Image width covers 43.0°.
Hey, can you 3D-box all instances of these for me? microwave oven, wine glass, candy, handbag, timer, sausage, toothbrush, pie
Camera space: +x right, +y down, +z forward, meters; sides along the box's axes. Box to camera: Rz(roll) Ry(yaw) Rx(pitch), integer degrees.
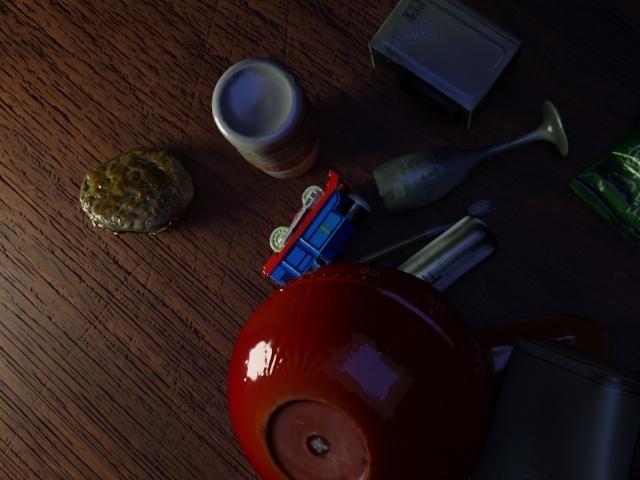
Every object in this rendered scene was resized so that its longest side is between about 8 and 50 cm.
[{"bbox_3d":[0.204,-0.303,1.335,0.205,0.129,0.163,37,90,11],"label":"microwave oven"},{"bbox_3d":[0.233,-0.127,1.236,0.309,0.264,0.096,-20,91,4],"label":"wine glass"},{"bbox_3d":[0.516,-0.111,1.294,0.141,0.078,0.203,45,101,22],"label":"candy"},{"bbox_3d":[0.315,0.300,1.103,0.109,0.241,0.316,10,96,-34],"label":"handbag"},{"bbox_3d":[0.050,0.221,1.152,0.377,0.279,0.378,11,116,24],"label":"timer"},{"bbox_3d":[0.318,0.181,1.248,0.258,0.133,0.133,-10,80,5],"label":"sausage"},{"bbox_3d":[0.155,-0.004,1.350,0.288,0.021,0.024,-24,68,3],"label":"toothbrush"},{"bbox_3d":[-0.312,-0.083,1.394,0.193,0.079,0.163,10,75,8],"label":"pie"}]

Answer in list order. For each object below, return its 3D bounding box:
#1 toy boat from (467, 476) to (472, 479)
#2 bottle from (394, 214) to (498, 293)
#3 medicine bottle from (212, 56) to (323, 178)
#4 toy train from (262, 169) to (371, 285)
[{"bbox_3d":[0.293,0.366,1.239,0.245,0.093,0.103,-11,73,6],"label":"toy boat"},{"bbox_3d":[0.163,0.053,1.311,0.253,0.079,0.096,-37,69,1],"label":"bottle"},{"bbox_3d":[-0.076,-0.185,1.291,0.144,0.252,0.145,-1,85,7],"label":"medicine bottle"},{"bbox_3d":[0.000,0.000,1.330,0.131,0.083,0.204,36,89,25],"label":"toy train"}]
